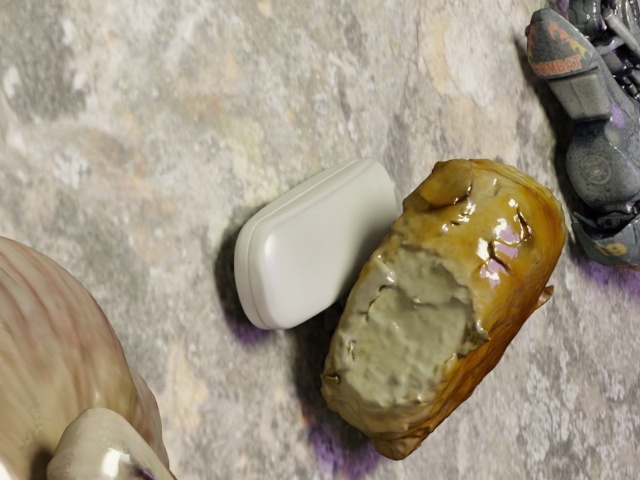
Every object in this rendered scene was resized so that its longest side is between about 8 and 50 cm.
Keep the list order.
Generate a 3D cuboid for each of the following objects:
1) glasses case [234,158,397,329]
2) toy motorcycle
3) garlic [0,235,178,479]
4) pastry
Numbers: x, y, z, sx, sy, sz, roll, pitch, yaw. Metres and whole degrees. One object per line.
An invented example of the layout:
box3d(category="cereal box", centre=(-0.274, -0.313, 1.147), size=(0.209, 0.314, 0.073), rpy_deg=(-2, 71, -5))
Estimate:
box3d(category="glasses case", centre=(0.000, 0.000, 1.253), size=(0.193, 0.049, 0.074), rpy_deg=(-35, 118, -56))
box3d(category="toy motorcycle", centre=(0.268, -0.087, 1.676), size=(0.173, 0.108, 0.307), rpy_deg=(-43, 118, -48))
box3d(category="garlic", centre=(-0.168, 0.141, 0.792), size=(0.322, 0.241, 0.322), rpy_deg=(12, 90, -71))
box3d(category="pastry", centre=(0.086, 0.040, 1.283), size=(0.218, 0.100, 0.229), rpy_deg=(-45, 164, -37))
